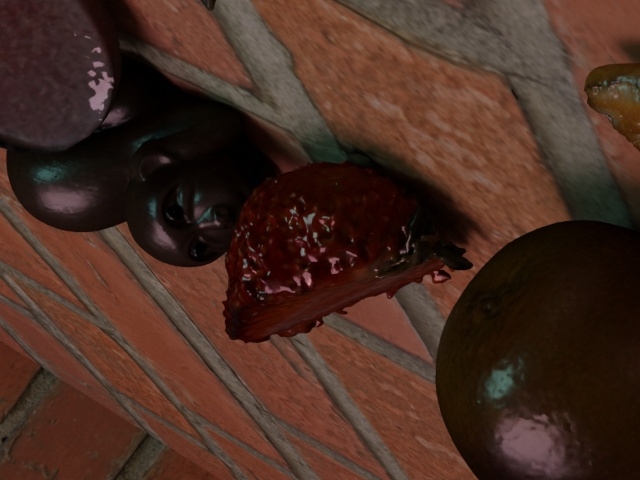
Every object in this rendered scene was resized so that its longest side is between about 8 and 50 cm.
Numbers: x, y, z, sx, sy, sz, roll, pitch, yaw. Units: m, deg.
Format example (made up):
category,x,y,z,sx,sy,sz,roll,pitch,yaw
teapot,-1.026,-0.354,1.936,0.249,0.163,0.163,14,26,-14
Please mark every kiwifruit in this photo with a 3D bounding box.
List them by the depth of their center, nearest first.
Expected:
category,x,y,z,sx,sy,sz,roll,pitch,yaw
kiwifruit,0.185,0.099,1.188,0.234,0.196,0.196,42,165,-18

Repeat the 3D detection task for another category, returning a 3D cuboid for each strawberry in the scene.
category,x,y,z,sx,sy,sz,roll,pitch,yaw
strawberry,-0.004,0.000,1.451,0.236,0.107,0.175,-18,167,31

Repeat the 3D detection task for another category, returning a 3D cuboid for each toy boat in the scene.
category,x,y,z,sx,sy,sz,roll,pitch,yaw
toy boat,-0.238,-0.166,1.481,0.227,0.155,0.085,58,-168,-40

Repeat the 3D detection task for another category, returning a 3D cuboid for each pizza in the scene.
category,x,y,z,sx,sy,sz,roll,pitch,yaw
pizza,0.207,-0.050,0.974,0.160,0.036,0.099,24,160,42

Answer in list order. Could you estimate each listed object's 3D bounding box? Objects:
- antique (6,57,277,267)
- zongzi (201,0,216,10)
category,x,y,z,sx,sy,sz,roll,pitch,yaw
antique,-0.149,-0.058,1.579,0.257,0.143,0.121,25,159,33
zongzi,-0.159,-0.214,1.079,0.289,0.123,0.260,49,165,0
